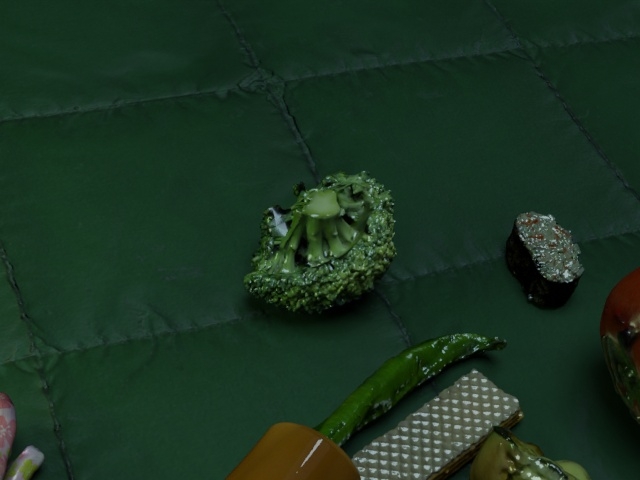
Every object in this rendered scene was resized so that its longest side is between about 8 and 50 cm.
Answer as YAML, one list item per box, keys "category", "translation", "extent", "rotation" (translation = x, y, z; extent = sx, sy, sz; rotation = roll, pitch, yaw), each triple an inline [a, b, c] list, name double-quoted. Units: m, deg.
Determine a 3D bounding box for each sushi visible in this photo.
- category: "sushi"
  translation: [0.338, 0.025, 1.937]
  extent: [0.090, 0.078, 0.150]
  rotation: [-5, 45, -16]

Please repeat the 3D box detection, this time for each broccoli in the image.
- category: "broccoli"
  translation: [-0.001, 0.003, 1.825]
  extent: [0.226, 0.176, 0.198]
  rotation: [-2, 39, -34]

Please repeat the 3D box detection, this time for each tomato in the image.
- category: "tomato"
  translation: [0.490, 0.145, 1.713]
  extent: [0.224, 0.256, 0.256]
  rotation: [-28, 52, -3]

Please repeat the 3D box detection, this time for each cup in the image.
- category: "cup"
  translation: [-0.056, 0.355, 1.436]
  extent: [0.226, 0.182, 0.264]
  rotation: [45, 57, -9]

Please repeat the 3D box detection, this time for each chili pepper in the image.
- category: "chili pepper"
  translation: [0.105, 0.195, 1.715]
  extent: [0.359, 0.085, 0.076]
  rotation: [-29, 85, -34]

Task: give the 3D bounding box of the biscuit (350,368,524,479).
- category: "biscuit"
  translation: [0.119, 0.282, 1.645]
  extent: [0.378, 0.054, 0.094]
  rotation: [-29, 57, -34]

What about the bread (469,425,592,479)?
- category: "bread"
  translation: [0.262, 0.324, 1.582]
  extent: [0.174, 0.251, 0.133]
  rotation: [30, 90, 16]

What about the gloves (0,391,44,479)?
- category: "gloves"
  translation: [-0.419, 0.266, 1.509]
  extent: [0.145, 0.126, 0.241]
  rotation: [11, 51, 6]
